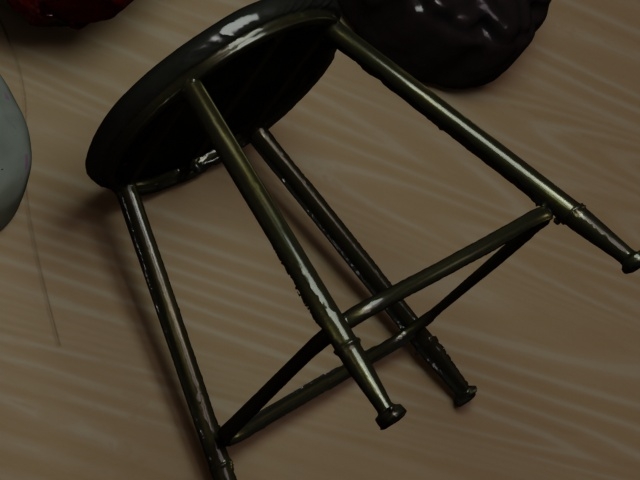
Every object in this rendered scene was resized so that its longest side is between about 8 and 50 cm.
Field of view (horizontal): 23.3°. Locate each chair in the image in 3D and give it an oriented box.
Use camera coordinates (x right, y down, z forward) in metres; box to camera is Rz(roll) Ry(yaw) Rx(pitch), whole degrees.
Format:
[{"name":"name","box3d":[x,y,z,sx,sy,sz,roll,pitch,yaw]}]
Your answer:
[{"name":"chair","box3d":[0.000,0.000,1.541,0.362,0.364,0.410,-27,77,-36]}]

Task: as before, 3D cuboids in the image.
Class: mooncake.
[{"name":"mooncake","box3d":[0.156,-0.332,1.915,0.283,0.141,0.283,14,59,-26]}]

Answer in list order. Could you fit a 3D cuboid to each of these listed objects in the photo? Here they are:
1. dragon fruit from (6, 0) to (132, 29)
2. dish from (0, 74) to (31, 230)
[{"name":"dragon fruit","box3d":[-0.243,-0.339,1.629,0.293,0.234,0.233,-14,73,-15]},{"name":"dish","box3d":[-0.394,-0.108,1.505,0.256,0.117,0.256,12,62,-23]}]
